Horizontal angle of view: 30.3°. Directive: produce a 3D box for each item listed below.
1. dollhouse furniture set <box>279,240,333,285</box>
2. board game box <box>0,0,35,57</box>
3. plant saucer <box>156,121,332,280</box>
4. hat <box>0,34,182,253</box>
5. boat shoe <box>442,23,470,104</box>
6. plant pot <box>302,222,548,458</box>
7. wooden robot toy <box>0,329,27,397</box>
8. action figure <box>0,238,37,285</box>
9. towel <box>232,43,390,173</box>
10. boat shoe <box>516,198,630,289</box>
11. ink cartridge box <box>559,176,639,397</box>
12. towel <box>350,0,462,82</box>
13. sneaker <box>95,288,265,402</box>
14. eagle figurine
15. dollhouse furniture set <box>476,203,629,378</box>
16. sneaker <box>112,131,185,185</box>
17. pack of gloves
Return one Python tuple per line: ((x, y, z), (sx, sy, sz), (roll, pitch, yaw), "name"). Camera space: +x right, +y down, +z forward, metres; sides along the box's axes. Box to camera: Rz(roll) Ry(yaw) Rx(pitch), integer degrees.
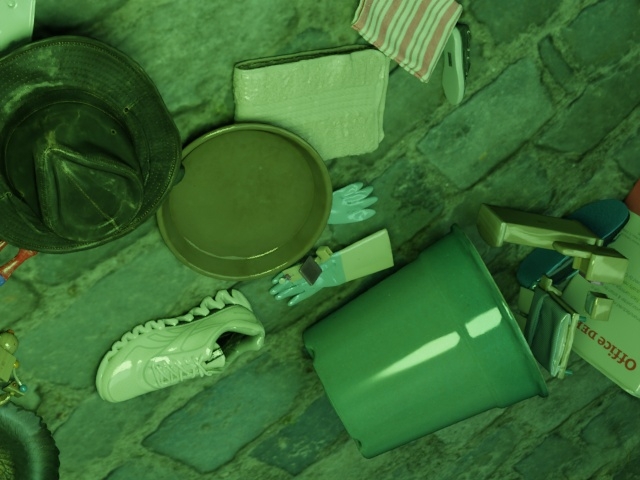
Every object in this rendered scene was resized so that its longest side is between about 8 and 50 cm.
((-0.055, 0.018, 1.974), (0.114, 0.081, 0.091), (51, 45, -17), "dollhouse furniture set")
((-0.515, -0.364, 1.370), (0.389, 0.050, 0.390), (-7, 117, -38), "board game box")
((-0.119, -0.062, 1.837), (0.277, 0.041, 0.278), (-6, 121, -10), "plant saucer")
((-0.323, -0.089, 1.533), (0.331, 0.134, 0.331), (-11, 127, -15), "hat")
((0.234, -0.297, 1.992), (0.040, 0.049, 0.142), (-22, 126, -25), "boat shoe")
((0.168, 0.195, 2.058), (0.334, 0.341, 0.341), (-27, 132, 1), "plant pot")
((-0.488, 0.164, 1.759), (0.173, 0.076, 0.079), (50, 48, -43), "wooden robot toy")
((-0.542, 0.067, 1.625), (0.280, 0.091, 0.139), (-46, 140, -5), "action figure")
((-0.013, -0.207, 1.867), (0.282, 0.049, 0.187), (-14, 124, -29), "towel")
((0.505, 0.012, 2.363), (0.258, 0.109, 0.089), (-33, 141, 7), "boat shoe")
((0.683, 0.102, 2.411), (0.160, 0.279, 0.385), (25, 101, -44), "ink cartridge box")
((0.142, -0.355, 1.872), (0.197, 0.029, 0.144), (30, 84, -40), "towel")
((-0.225, 0.183, 1.911), (0.292, 0.118, 0.110), (-28, 132, -18), "sneaker")
((-0.537, 0.317, 1.732), (0.298, 0.226, 0.225), (80, 26, -63), "eagle figurine")
((0.384, 0.120, 2.164), (0.198, 0.286, 0.304), (9, 105, -11), "dollhouse furniture set")
((-0.343, -0.070, 1.686), (0.281, 0.106, 0.163), (7, 116, -27), "sneaker")
((0.000, 0.000, 2.022), (0.232, 0.046, 0.195), (-22, 128, -11), "pack of gloves")
